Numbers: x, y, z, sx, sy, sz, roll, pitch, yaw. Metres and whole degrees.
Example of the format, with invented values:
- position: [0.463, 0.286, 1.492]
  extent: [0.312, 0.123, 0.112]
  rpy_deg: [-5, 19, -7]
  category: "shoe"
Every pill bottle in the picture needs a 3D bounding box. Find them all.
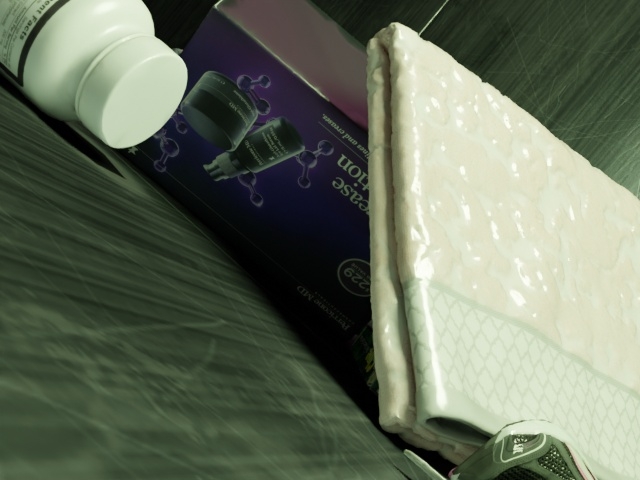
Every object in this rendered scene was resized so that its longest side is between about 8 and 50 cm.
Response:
- position: [-0.189, -0.154, 0.797]
  extent: [0.193, 0.108, 0.108]
  rpy_deg: [41, 2, 20]
  category: "pill bottle"

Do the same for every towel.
- position: [0.160, 0.035, 0.818]
  extent: [0.332, 0.053, 0.317]
  rpy_deg: [29, 48, -38]
  category: "towel"

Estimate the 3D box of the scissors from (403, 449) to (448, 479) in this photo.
- position: [0.162, 0.213, 0.595]
  extent: [0.297, 0.021, 0.109]
  rpy_deg: [40, 4, 14]
  category: "scissors"

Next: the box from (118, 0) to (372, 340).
- position: [-0.010, -0.069, 0.926]
  extent: [0.261, 0.184, 0.103]
  rpy_deg: [40, 43, -4]
  category: "box"

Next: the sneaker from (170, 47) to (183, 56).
- position: [-0.175, -0.180, 1.325]
  extent: [0.262, 0.125, 0.104]
  rpy_deg: [41, 2, 29]
  category: "sneaker"

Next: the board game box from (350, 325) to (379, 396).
- position: [0.134, 0.168, 0.857]
  extent: [0.260, 0.030, 0.136]
  rpy_deg: [40, 0, -7]
  category: "board game box"

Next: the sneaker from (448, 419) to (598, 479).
- position: [0.154, 0.170, 0.660]
  extent: [0.178, 0.072, 0.077]
  rpy_deg: [32, 17, -35]
  category: "sneaker"
